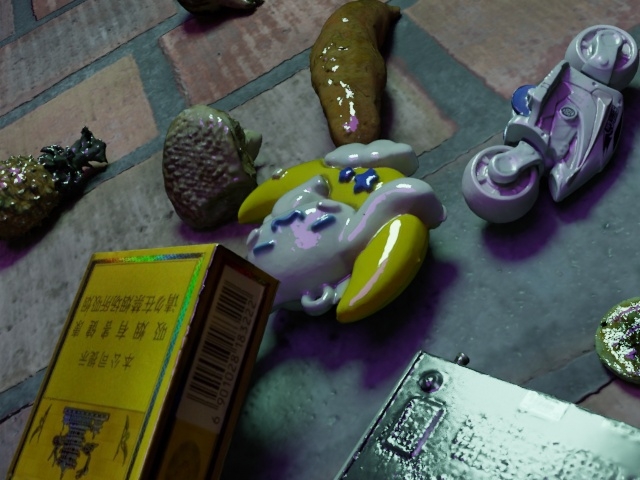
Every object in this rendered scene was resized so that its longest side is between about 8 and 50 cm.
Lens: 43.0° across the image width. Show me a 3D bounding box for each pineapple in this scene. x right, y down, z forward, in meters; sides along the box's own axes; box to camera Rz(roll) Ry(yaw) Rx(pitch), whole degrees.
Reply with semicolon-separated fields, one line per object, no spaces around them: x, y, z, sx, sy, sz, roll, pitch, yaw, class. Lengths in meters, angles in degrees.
-0.380;-0.084;1.121;0.197;0.108;0.108;-36;40;-24;pineapple

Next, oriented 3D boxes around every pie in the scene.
0.256;0.077;0.640;0.084;0.021;0.084;-16;42;15;pie

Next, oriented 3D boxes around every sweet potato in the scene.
0.034;-0.213;1.003;0.106;0.095;0.355;8;41;4;sweet potato

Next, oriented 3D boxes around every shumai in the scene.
-0.117;-0.097;0.974;0.145;0.146;0.116;4;14;33;shumai

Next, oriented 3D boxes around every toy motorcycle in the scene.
0.238;-0.109;0.794;0.112;0.112;0.254;25;65;43;toy motorcycle

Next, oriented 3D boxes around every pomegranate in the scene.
-0.181;-0.421;1.322;0.125;0.138;0.163;-31;71;-17;pomegranate

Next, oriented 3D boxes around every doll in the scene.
0.000;0.000;0.797;0.252;0.111;0.237;-18;44;12;doll

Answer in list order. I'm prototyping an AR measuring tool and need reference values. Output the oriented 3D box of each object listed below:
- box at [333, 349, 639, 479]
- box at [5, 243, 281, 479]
0.139;0.190;0.573;0.270;0.045;0.211;17;58;40;box
-0.162;0.157;0.675;0.192;0.084;0.302;-5;61;44;box
